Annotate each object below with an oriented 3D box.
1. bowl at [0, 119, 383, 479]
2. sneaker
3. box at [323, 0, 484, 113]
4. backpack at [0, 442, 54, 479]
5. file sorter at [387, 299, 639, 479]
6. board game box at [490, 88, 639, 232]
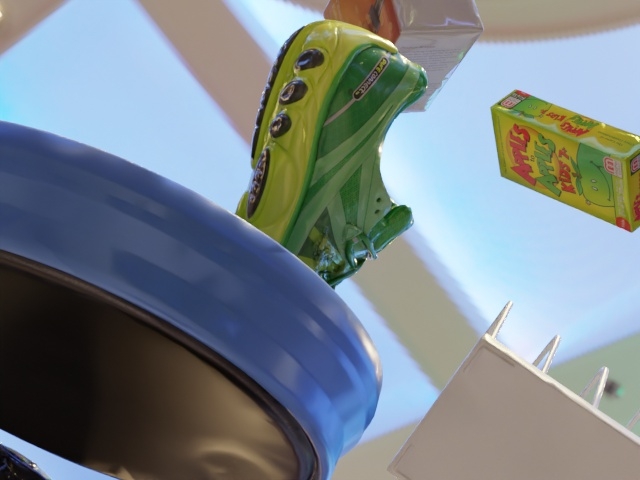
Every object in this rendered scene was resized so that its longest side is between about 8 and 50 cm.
[{"bbox_3d":[-0.154,0.063,1.041,0.391,0.077,0.391,19,-26,10],"label":"bowl"},{"bbox_3d":[0.000,0.000,1.087,0.124,0.109,0.295,12,-71,-18],"label":"sneaker"},{"bbox_3d":[0.080,-0.223,1.601,0.170,0.091,0.130,123,-43,-60],"label":"box"},{"bbox_3d":[-0.268,0.233,1.332,0.114,0.105,0.084,33,-15,2],"label":"backpack"},{"bbox_3d":[0.254,0.224,1.709,0.278,0.173,0.193,34,-65,3],"label":"file sorter"},{"bbox_3d":[0.260,-0.084,1.628,0.181,0.043,0.092,27,-37,42],"label":"board game box"}]
